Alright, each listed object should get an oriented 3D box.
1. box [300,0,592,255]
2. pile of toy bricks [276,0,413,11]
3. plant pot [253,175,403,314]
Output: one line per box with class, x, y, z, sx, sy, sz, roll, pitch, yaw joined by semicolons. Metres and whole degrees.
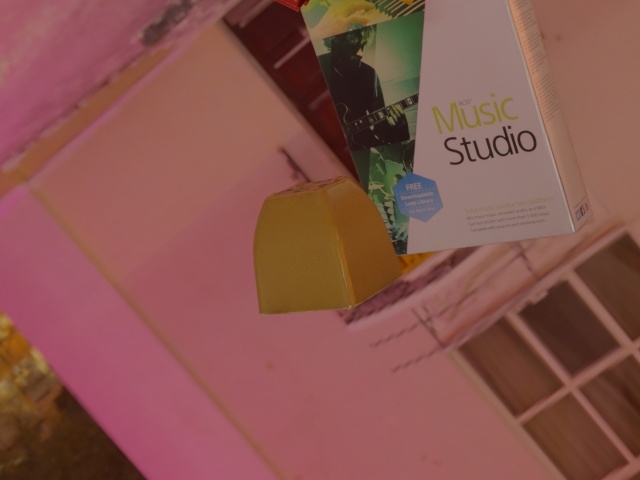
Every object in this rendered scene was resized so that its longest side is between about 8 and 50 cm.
box;0.123;-0.147;1.157;0.232;0.321;0.058;-9;-163;37
pile of toy bricks;0.056;-0.196;0.641;0.212;0.118;0.105;-63;178;-25
plant pot;0.000;0.000;0.807;0.081;0.083;0.081;-7;-169;32
